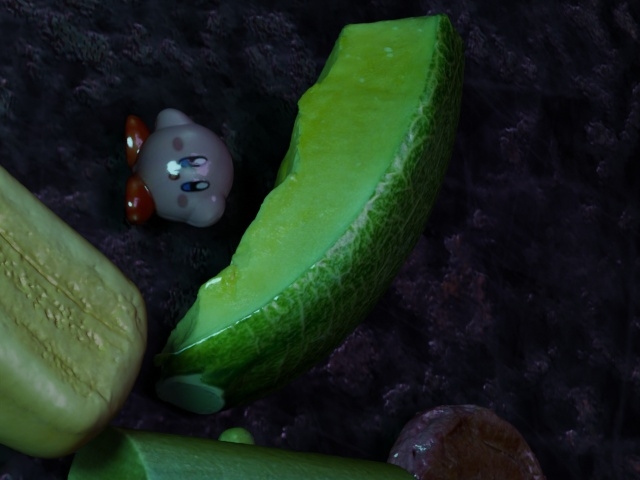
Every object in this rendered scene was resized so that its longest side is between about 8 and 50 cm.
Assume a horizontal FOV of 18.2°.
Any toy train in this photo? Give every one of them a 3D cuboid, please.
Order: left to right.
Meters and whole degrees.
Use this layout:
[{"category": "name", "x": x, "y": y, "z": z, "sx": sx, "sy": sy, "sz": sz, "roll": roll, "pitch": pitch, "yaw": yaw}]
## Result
[{"category": "toy train", "x": -0.022, "y": 0.203, "z": 1.260, "sx": 0.307, "sy": 0.126, "sz": 0.189, "roll": 13, "pitch": 63, "yaw": -42}]

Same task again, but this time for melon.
[{"category": "melon", "x": 0.000, "y": 0.000, "z": 1.384, "sx": 0.124, "sy": 0.196, "sz": 0.323, "roll": 23, "pitch": 58, "yaw": 5}]

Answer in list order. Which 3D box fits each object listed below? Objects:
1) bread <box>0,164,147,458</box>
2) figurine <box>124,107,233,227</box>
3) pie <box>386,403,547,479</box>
[{"category": "bread", "x": -0.204, "y": 0.032, "z": 1.168, "sx": 0.217, "sy": 0.098, "sz": 0.147, "roll": 48, "pitch": 44, "yaw": -23}, {"category": "figurine", "x": -0.094, "y": -0.048, "z": 1.341, "sx": 0.067, "sy": 0.071, "sz": 0.083, "roll": 69, "pitch": 16, "yaw": -81}, {"category": "pie", "x": 0.107, "y": 0.207, "z": 1.450, "sx": 0.182, "sy": 0.049, "sz": 0.182, "roll": 20, "pitch": 62, "yaw": -44}]
